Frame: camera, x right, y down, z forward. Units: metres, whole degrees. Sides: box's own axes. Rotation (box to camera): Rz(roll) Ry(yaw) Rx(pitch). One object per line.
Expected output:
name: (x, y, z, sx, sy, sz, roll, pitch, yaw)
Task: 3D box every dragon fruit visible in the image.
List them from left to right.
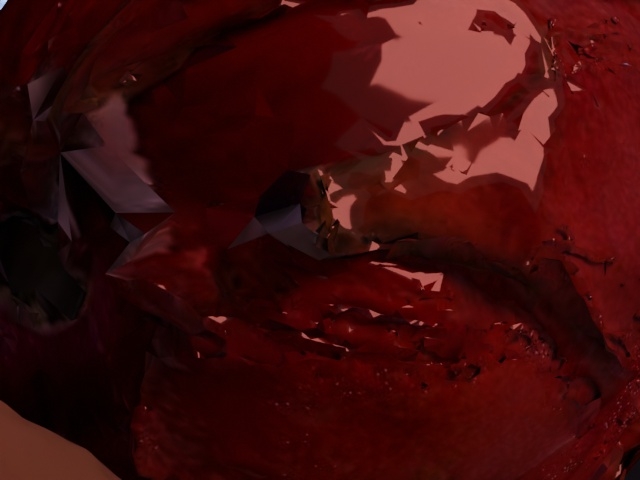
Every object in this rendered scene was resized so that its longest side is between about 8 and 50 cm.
dragon fruit: (0.000, 0.000, 0.631, 0.302, 0.295, 0.295, -16, 63, -48)

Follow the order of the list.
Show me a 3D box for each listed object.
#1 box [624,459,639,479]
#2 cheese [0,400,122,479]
box: (0.135, 0.050, 0.950, 0.274, 0.138, 0.178, 46, 30, 8)
cheese: (-0.131, 0.144, 0.385, 0.326, 0.115, 0.318, 10, 42, -51)
